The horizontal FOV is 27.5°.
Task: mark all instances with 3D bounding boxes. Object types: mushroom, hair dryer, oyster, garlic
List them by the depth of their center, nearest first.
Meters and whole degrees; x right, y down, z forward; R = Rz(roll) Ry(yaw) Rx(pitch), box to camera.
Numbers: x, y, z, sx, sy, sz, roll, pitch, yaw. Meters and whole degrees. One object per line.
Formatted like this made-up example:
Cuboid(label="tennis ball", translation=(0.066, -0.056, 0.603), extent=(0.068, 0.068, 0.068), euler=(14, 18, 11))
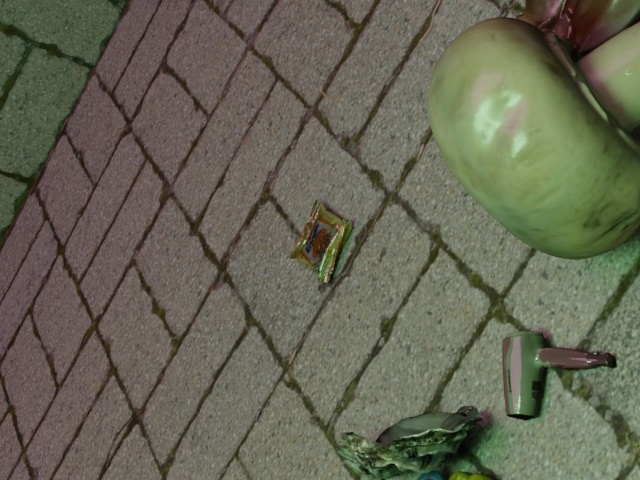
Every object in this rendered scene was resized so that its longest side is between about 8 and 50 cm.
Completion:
Cuboid(label="mushroom", translation=(0.305, -0.157, 1.521), extent=(0.336, 0.314, 0.314), euler=(-33, 42, 11))
Cuboid(label="hair dryer", translation=(0.285, 0.154, 1.578), extent=(0.154, 0.054, 0.106), euler=(-20, 61, 45))
Cuboid(label="garlic", translation=(0.368, -0.368, 1.673), extent=(0.325, 0.132, 0.279), euler=(-59, 34, 19))
Cuboid(label="oyster", translation=(0.106, 0.263, 1.693), extent=(0.252, 0.199, 0.087), euler=(-28, 83, 26))

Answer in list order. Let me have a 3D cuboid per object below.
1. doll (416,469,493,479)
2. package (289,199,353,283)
Cuboid(label="doll", translation=(0.114, 0.446, 1.607), extent=(0.346, 0.099, 0.341), euler=(-21, 53, 43))
Cuboid(label="package", translation=(0.001, 0.001, 2.092), extent=(0.121, 0.031, 0.108), euler=(35, 101, 57))
